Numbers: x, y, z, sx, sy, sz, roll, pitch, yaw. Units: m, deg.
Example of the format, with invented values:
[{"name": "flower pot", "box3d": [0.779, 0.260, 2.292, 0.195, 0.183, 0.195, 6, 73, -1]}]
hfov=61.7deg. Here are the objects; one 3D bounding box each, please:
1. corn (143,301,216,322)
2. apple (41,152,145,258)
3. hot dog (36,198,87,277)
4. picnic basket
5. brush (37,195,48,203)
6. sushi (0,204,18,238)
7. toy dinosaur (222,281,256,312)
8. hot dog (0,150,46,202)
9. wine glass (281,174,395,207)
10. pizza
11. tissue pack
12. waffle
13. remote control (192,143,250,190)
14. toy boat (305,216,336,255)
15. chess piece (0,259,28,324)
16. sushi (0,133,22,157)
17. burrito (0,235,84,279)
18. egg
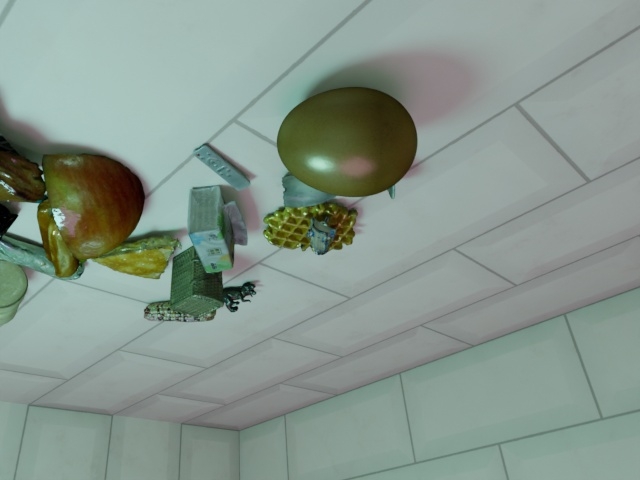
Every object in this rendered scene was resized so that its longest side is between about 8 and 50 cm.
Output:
[{"name": "corn", "box3d": [-0.543, 0.274, 2.092, 0.281, 0.092, 0.092, -1, 148, 1]}, {"name": "apple", "box3d": [-0.603, -0.087, 1.427, 0.179, 0.254, 0.346, 23, 148, 13]}, {"name": "hot dog", "box3d": [-0.758, 0.003, 1.582, 0.100, 0.135, 0.337, -27, 160, -31]}, {"name": "picnic basket", "box3d": [-0.399, 0.132, 1.777, 0.154, 0.196, 0.134, -26, 142, 28]}, {"name": "brush", "box3d": [-0.833, -0.129, 1.447, 0.193, 0.032, 0.043, 5, 145, -39]}, {"name": "sushi", "box3d": [-0.931, -0.051, 1.446, 0.150, 0.153, 0.172, 38, 152, -26]}, {"name": "toy dinosaur", "box3d": [-0.342, 0.175, 2.027, 0.187, 0.087, 0.179, -27, 108, 4]}, {"name": "hot dog", "box3d": [-0.803, -0.155, 1.287, 0.272, 0.122, 0.196, 4, 168, 19]}, {"name": "wine glass", "box3d": [0.056, -0.065, 1.503, 0.310, 0.264, 0.096, -6, -176, 0]}, {"name": "pizza", "box3d": [-0.547, 0.041, 1.724, 0.288, 0.075, 0.280, -20, 151, 25]}, {"name": "tissue pack", "box3d": [-0.293, -0.031, 1.569, 0.145, 0.159, 0.229, -6, 148, -1]}, {"name": "waffle", "box3d": [-0.025, -0.033, 1.702, 0.309, 0.065, 0.283, -12, 147, 12]}, {"name": "remote control", "box3d": [-0.262, -0.196, 1.437, 0.050, 0.027, 0.184, -24, 139, 24]}, {"name": "toy boat", "box3d": [0.000, 0.000, 1.653, 0.084, 0.066, 0.210, 25, 155, 9]}, {"name": "chess piece", "box3d": [-1.091, 0.196, 1.814, 0.167, 0.167, 0.300, 13, 150, -28]}, {"name": "sushi", "box3d": [-0.869, -0.254, 1.216, 0.290, 0.050, 0.264, -1, 167, -11]}, {"name": "burrito", "box3d": [-0.898, 0.056, 1.693, 0.096, 0.066, 0.309, -31, 141, 26]}, {"name": "egg", "box3d": [0.060, -0.224, 1.232, 0.323, 0.250, 0.250, 0, 148, 0]}]
